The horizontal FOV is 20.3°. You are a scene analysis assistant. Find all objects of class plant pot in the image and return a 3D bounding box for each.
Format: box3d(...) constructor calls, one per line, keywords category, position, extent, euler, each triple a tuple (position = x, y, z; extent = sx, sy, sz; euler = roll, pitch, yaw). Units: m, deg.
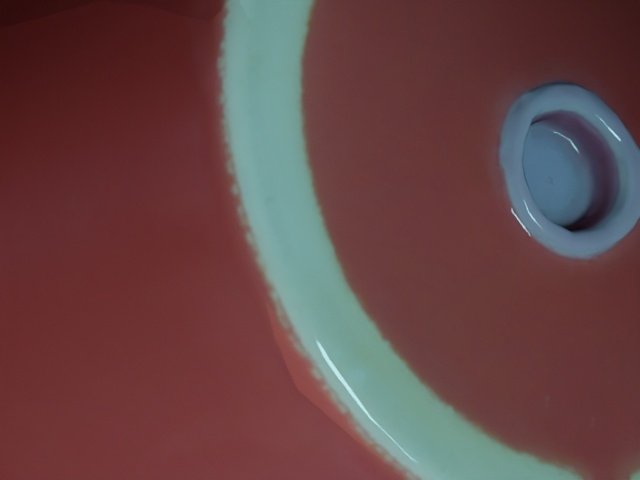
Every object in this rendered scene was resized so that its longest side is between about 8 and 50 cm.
box3d(category="plant pot", position=(0.000, 0.000, 0.509), extent=(0.275, 0.275, 0.243), euler=(45, 150, -16))
